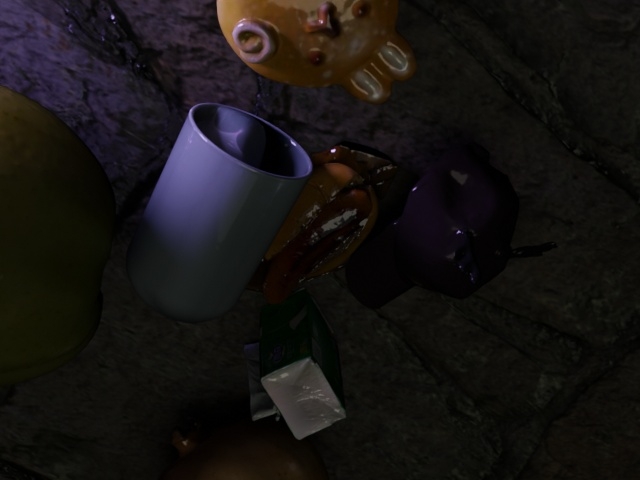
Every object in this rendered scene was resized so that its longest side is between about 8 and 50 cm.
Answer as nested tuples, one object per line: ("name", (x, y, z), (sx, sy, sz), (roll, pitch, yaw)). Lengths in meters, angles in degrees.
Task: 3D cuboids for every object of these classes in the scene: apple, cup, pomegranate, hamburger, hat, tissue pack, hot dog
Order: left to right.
("apple", (-0.507, -0.007, 1.434), (0.474, 0.473, 0.473), (-3, 119, -5))
("cup", (-0.169, -0.035, 1.591), (0.206, 0.205, 0.312), (22, 116, -18))
("pomegranate", (-0.155, 0.458, 1.817), (0.338, 0.338, 0.338), (-3, 119, -5))
("tissue pack", (-0.055, 0.216, 1.739), (0.156, 0.209, 0.148), (-26, 119, 10))
("hamburger", (-0.004, -0.329, 1.456), (0.261, 0.186, 0.302), (-33, 120, 13))
("hot dog", (-0.004, -0.004, 1.680), (0.194, 0.107, 0.326), (21, 115, -18))
("hat", (0.217, 0.035, 1.643), (0.238, 0.209, 0.336), (15, 121, -50))
